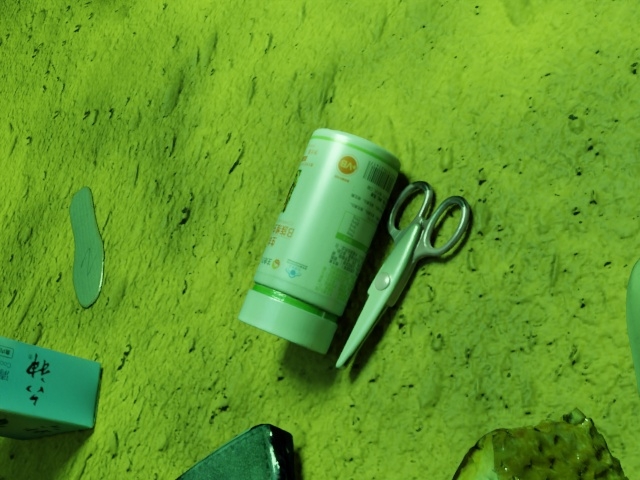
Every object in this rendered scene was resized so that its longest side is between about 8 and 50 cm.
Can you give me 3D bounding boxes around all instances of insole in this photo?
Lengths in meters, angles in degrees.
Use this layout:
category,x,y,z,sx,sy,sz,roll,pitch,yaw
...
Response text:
category,x,y,z,sx,sy,sz,roll,pitch,yaw
insole,-0.295,0.005,1.172,0.064,0.004,0.188,-38,48,24

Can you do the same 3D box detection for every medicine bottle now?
category,x,y,z,sx,sy,sz,roll,pitch,yaw
medicine bottle,0.000,0.000,0.822,0.086,0.086,0.183,15,81,47

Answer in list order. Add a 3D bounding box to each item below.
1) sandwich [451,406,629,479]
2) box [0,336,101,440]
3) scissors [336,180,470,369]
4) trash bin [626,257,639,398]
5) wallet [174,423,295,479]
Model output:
category,x,y,z,sx,sy,sz,roll,pitch,yaw
sandwich,0.140,0.285,0.466,0.301,0.099,0.271,55,140,39
box,-0.373,0.153,1.006,0.142,0.232,0.083,-18,59,38
scissors,0.061,0.033,0.792,0.085,0.022,0.176,29,89,47
trash bin,0.290,0.090,0.442,0.247,0.121,0.243,-15,76,42
wallet,-0.063,0.350,0.739,0.190,0.046,0.379,-36,49,29
